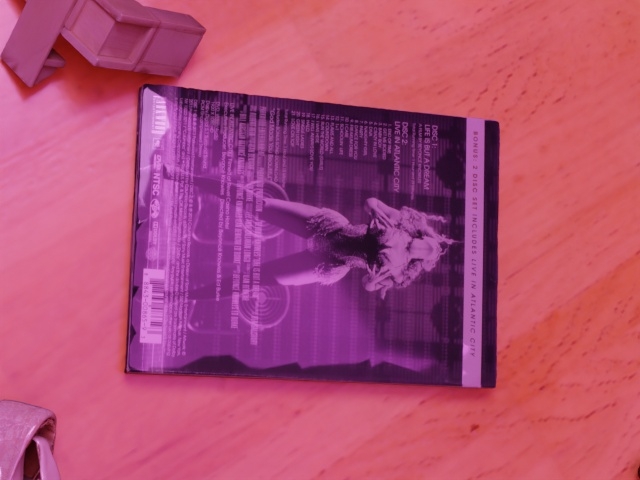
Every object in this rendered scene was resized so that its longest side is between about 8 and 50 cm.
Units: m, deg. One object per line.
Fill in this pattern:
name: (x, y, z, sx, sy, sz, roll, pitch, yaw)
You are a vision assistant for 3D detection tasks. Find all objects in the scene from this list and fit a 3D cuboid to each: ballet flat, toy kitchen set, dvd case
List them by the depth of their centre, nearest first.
ballet flat: (-0.159, 0.166, 0.690, 0.052, 0.057, 0.168, -2, 84, 11)
toy kitchen set: (-0.129, -0.117, 0.756, 0.083, 0.075, 0.068, 44, 113, 25)
dvd case: (0.000, 0.000, 0.784, 0.221, 0.018, 0.164, 4, 81, -16)

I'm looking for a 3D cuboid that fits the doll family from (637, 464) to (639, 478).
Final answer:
doll family: (0.281, 0.150, 0.825, 0.193, 0.076, 0.111, -33, 99, -15)
